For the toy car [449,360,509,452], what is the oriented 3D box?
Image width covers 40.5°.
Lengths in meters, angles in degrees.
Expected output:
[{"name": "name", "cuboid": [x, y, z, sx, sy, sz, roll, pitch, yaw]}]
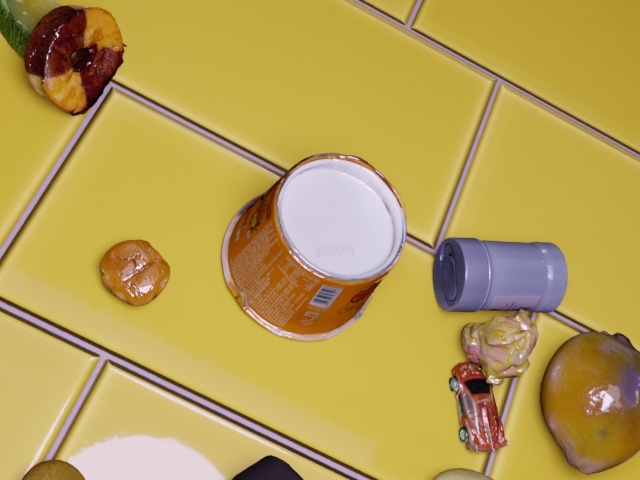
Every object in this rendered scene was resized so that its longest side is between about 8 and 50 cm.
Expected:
[{"name": "toy car", "cuboid": [0.207, 0.215, 1.132, 0.059, 0.035, 0.121, -1, 69, -18]}]

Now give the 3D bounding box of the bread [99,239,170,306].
[{"name": "bread", "cuboid": [-0.224, 0.041, 1.055, 0.081, 0.046, 0.083, -13, 74, -20]}]

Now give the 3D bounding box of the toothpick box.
[{"name": "toothpick box", "cuboid": [0.242, 0.049, 1.175, 0.153, 0.101, 0.101, 4, 68, -18]}]

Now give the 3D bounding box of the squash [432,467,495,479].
[{"name": "squash", "cuboid": [0.246, 0.350, 1.064, 0.250, 0.083, 0.083, 25, 63, -8]}]

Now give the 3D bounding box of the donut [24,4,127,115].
[{"name": "donut", "cuboid": [-0.314, -0.232, 1.100, 0.059, 0.140, 0.140, 24, 60, 21]}]

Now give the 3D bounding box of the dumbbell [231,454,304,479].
[{"name": "dumbbell", "cuboid": [-0.099, 0.345, 0.912, 0.218, 0.152, 0.152, -30, 80, -26]}]

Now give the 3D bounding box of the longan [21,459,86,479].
[{"name": "longan", "cuboid": [-0.283, 0.272, 0.922, 0.075, 0.083, 0.075, -10, 110, -28]}]

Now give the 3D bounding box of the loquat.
[{"name": "loquat", "cuboid": [0.362, 0.210, 1.129, 0.152, 0.152, 0.195, 25, 71, -8]}]

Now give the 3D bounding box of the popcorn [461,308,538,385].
[{"name": "popcorn", "cuboid": [0.240, 0.135, 1.134, 0.097, 0.109, 0.089, -24, 81, -16]}]

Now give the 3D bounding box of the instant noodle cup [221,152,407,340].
[{"name": "instant noodle cup", "cuboid": [0.000, 0.000, 1.074, 0.216, 0.172, 0.215, 7, 67, -17]}]

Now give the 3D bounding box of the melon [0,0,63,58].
[{"name": "melon", "cuboid": [-0.374, -0.335, 1.153, 0.118, 0.064, 0.209, -9, 74, -27]}]
